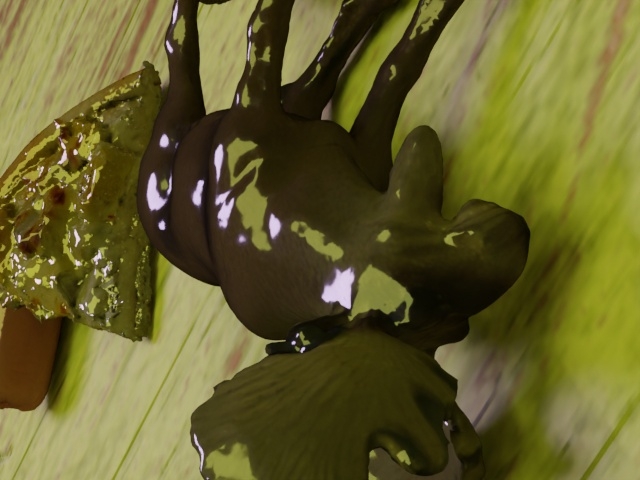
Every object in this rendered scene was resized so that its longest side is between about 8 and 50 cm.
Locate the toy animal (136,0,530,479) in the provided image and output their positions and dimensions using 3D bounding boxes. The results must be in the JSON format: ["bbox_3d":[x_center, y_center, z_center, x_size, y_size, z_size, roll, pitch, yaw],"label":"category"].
[{"bbox_3d":[0.000,0.000,0.533,0.214,0.094,0.186,9,83,68],"label":"toy animal"}]

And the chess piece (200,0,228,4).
[{"bbox_3d":[0.004,-0.175,0.600,0.200,0.090,0.090,-43,43,29],"label":"chess piece"}]

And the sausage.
[{"bbox_3d":[-0.127,0.032,0.779,0.034,0.034,0.083,0,79,60],"label":"sausage"}]

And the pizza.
[{"bbox_3d":[-0.094,-0.005,0.726,0.123,0.026,0.108,-45,56,16],"label":"pizza"}]
